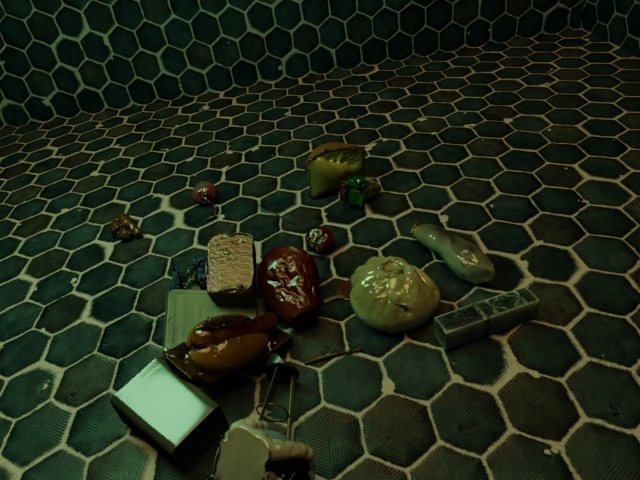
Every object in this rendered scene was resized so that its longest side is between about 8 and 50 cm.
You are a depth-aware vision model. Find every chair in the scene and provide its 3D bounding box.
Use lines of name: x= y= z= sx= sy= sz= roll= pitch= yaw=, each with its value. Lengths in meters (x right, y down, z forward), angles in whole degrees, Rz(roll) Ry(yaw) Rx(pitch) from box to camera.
chair: x=-0.106 y=0.390 z=1.219 sx=0.095 sy=0.104 sz=0.221 roll=16 pitch=42 yaw=-8

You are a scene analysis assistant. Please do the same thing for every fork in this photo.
fork: x=-0.181 y=-0.103 z=1.921 sx=0.235 sy=0.039 sz=0.021 roll=30 pitch=57 yaw=36

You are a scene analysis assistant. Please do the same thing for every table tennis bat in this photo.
table tennis bat: x=0.078 y=0.163 z=1.531 sx=0.157 sy=0.013 sz=0.087 roll=-22 pitch=41 yaw=-18

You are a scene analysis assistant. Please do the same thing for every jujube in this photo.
jujube: x=-0.088 y=0.136 z=1.475 sx=0.190 sy=0.190 sz=0.255 roll=-17 pitch=49 yaw=-9

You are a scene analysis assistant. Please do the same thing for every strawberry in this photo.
strawberry: x=0.000 y=-0.001 z=1.703 sx=0.106 sy=0.106 sz=0.106 roll=-6 pitch=37 yaw=5

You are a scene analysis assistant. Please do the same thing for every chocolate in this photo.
chocolate: x=-0.268 y=0.084 z=1.496 sx=0.149 sy=0.093 sz=0.214 roll=-4 pitch=54 yaw=-2

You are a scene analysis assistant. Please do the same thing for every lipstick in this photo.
lipstick: x=0.451 y=0.207 z=1.332 sx=0.290 sy=0.076 sz=0.077 roll=-16 pitch=35 yaw=-11

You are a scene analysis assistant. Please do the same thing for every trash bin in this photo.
trash bin: x=-0.369 y=0.424 z=1.208 sx=0.241 sy=0.122 sz=0.164 roll=24 pitch=49 yaw=34

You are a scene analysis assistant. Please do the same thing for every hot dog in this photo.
hot dog: x=-0.231 y=0.247 z=1.298 sx=0.194 sy=0.107 sz=0.326 roll=35 pitch=37 yaw=27

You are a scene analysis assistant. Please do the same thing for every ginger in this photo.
ginger: x=-0.785 y=-0.051 z=1.958 sx=0.103 sy=0.073 sz=0.162 roll=-34 pitch=44 yaw=-27

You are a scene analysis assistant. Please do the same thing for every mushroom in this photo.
mushroom: x=0.414 y=0.028 z=1.566 sx=0.109 sy=0.097 sz=0.351 roll=-20 pitch=34 yaw=-17

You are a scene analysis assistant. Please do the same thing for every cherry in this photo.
cherry: x=-0.479 y=-0.168 z=2.036 sx=0.107 sy=0.090 sz=0.225 roll=-3 pitch=45 yaw=-10

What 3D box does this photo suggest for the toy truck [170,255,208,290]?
toy truck: x=-0.403 y=0.125 z=1.572 sx=0.208 sy=0.126 sz=0.113 roll=-21 pitch=12 yaw=-15

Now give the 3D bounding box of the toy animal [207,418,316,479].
toy animal: x=-0.120 y=0.480 z=1.031 sx=0.204 sy=0.208 sz=0.156 roll=15 pitch=4 yaw=33

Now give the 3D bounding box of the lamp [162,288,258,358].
lamp: x=-0.312 y=0.240 z=1.424 sx=0.269 sy=0.047 sz=0.266 roll=4 pitch=32 yaw=-18

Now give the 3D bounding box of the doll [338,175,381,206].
doll: x=0.155 y=-0.193 z=1.899 sx=0.134 sy=0.106 sz=0.186 roll=23 pitch=31 yaw=29

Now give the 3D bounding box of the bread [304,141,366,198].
bread: x=0.052 y=-0.305 z=1.992 sx=0.262 sy=0.204 sz=0.162 roll=-15 pitch=40 yaw=-12

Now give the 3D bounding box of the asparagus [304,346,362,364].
asparagus: x=0.035 y=0.313 z=1.342 sx=0.166 sy=0.016 sz=0.013 roll=-15 pitch=4 yaw=-4

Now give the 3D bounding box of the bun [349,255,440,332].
bun: x=0.202 y=0.140 z=1.412 sx=0.259 sy=0.160 sz=0.259 roll=-6 pitch=40 yaw=5
